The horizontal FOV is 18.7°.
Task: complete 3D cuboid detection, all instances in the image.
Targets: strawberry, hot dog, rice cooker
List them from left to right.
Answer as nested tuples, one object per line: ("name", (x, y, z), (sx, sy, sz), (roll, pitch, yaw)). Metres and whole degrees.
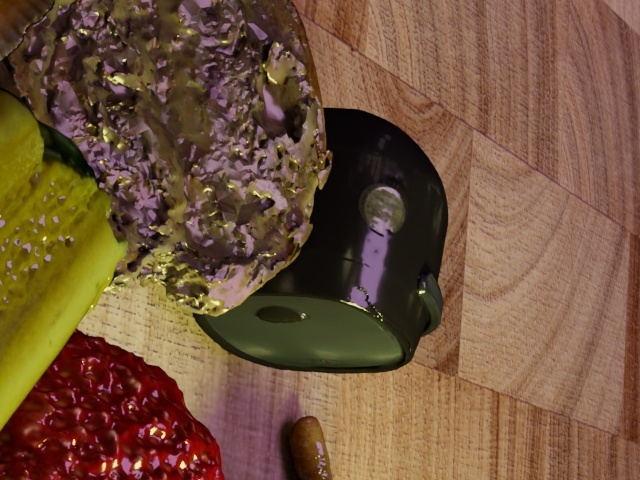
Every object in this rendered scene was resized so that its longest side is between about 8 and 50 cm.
("strawberry", (-0.193, 0.198, 1.530), (0.261, 0.257, 0.261), (-28, 123, -58))
("hot dog", (-0.001, 0.294, 2.118), (0.066, 0.047, 0.216), (-121, -162, -67))
("rice cooker", (0.000, 0.000, 1.922), (0.267, 0.267, 0.224), (45, 47, -53))

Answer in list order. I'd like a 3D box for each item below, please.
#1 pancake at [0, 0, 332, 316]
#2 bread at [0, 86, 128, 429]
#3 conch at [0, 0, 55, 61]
("pancake", (-0.144, -0.116, 1.704), (0.382, 0.071, 0.382), (12, 71, -36))
("bread", (-0.314, 0.050, 1.341), (0.376, 0.208, 0.251), (-60, 136, -46))
("conch", (-0.277, -0.222, 1.493), (0.163, 0.178, 0.245), (-119, -141, -54))
